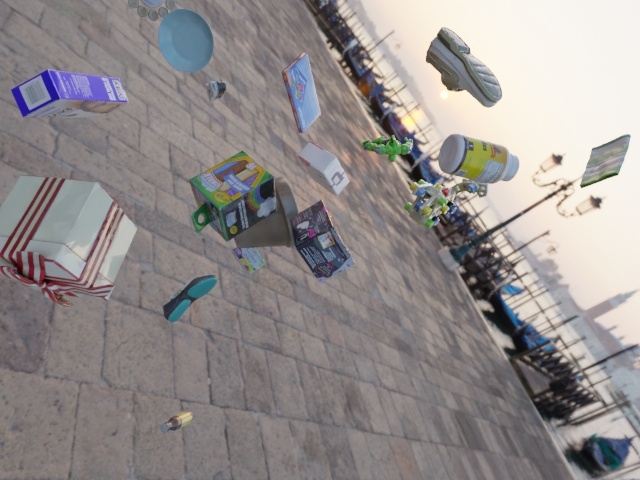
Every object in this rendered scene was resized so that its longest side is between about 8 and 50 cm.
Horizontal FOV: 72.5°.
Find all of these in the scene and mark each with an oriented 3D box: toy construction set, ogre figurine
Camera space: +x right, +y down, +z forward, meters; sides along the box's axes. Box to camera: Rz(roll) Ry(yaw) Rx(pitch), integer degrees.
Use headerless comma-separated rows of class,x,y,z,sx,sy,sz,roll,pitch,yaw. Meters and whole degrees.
toy construction set,0.438,-0.157,1.559,0.151,0.327,0.215,57,-24,33
ogre figurine,0.269,-0.364,1.695,0.196,0.097,0.118,16,25,-13

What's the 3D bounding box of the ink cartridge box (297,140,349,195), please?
ink cartridge box,0.017,-0.336,2.057,0.172,0.100,0.237,38,-5,28

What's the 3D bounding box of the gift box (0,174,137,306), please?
gift box,-0.629,0.007,1.076,0.255,0.276,0.258,69,29,-58

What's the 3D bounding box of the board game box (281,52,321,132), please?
board game box,-0.073,-0.594,1.778,0.027,0.145,0.281,21,-31,28

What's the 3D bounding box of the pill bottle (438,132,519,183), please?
pill bottle,0.461,-0.232,1.267,0.214,0.117,0.117,10,38,-16

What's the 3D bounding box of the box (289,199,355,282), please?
box,0.000,0.000,1.467,0.163,0.142,0.247,57,7,-26

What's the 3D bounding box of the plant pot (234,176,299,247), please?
plant pot,-0.260,-0.094,1.945,0.323,0.280,0.323,163,-90,-76

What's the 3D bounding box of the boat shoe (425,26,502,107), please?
boat shoe,0.412,-0.483,1.270,0.113,0.103,0.302,-2,56,-35

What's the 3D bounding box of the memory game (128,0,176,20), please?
memory game,-0.574,-0.848,1.486,0.012,0.186,0.186,38,8,35

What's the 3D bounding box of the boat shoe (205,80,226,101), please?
boat shoe,-0.448,-0.646,1.885,0.219,0.070,0.078,-150,-134,-65

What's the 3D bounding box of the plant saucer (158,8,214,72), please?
plant saucer,-0.446,-0.670,1.471,0.195,0.195,0.037,50,21,-13

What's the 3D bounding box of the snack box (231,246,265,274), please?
snack box,-0.346,0.082,2.099,0.100,0.037,0.141,-35,87,-31

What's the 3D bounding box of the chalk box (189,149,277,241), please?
chalk box,-0.317,-0.137,1.485,0.179,0.289,0.180,43,-28,26

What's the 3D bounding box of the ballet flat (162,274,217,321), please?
ballet flat,-0.409,0.162,1.350,0.074,0.203,0.074,46,1,-1

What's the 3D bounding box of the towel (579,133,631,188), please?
towel,0.772,-0.217,1.188,0.023,0.113,0.152,38,65,-8

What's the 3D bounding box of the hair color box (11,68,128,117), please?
hair color box,-0.896,-0.524,1.594,0.339,0.185,0.110,-47,120,-67

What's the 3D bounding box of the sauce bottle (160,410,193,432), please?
sauce bottle,-0.426,0.537,1.291,0.042,0.042,0.128,61,8,17
